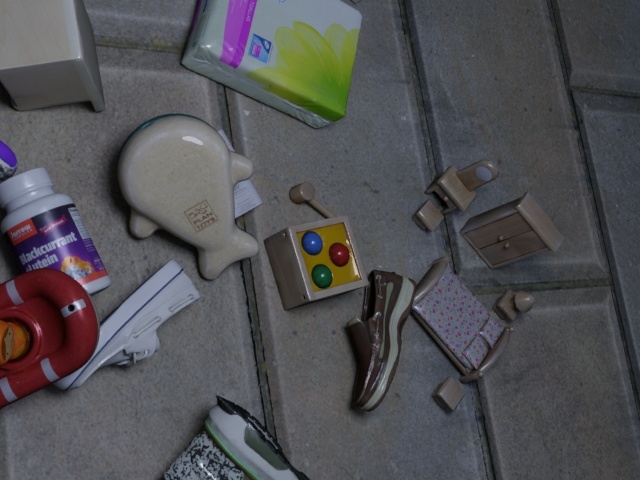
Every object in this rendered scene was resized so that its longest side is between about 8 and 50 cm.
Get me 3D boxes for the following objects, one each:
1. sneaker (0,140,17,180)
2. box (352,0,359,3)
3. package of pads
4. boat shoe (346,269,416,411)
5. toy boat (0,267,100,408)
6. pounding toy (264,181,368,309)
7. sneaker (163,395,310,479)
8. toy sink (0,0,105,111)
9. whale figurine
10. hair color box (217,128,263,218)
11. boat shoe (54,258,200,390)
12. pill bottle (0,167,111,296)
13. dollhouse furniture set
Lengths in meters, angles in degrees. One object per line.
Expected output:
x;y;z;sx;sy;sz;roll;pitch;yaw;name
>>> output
-0.535;-0.204;1.367;0.293;0.102;0.146;34;59;-21;sneaker
0.005;-0.609;1.846;0.311;0.121;0.148;36;58;-19;box
-0.076;-0.358;1.726;0.297;0.101;0.229;23;65;-27;package of pads
0.084;0.165;1.684;0.095;0.095;0.257;25;56;-10;boat shoe
-0.404;0.129;1.270;0.231;0.151;0.151;-26;88;-1;toy boat
0.006;-0.007;1.672;0.181;0.094;0.206;-13;83;-36;pounding toy
-0.082;0.429;1.481;0.182;0.158;0.410;-39;101;-5;sneaker
-0.406;-0.285;1.445;0.131;0.234;0.152;-10;80;-6;toy sink
-0.203;-0.073;1.541;0.216;0.141;0.272;-32;117;-2;whale figurine
-0.162;-0.104;1.622;0.072;0.043;0.141;-31;94;-36;hair color box
-0.277;0.138;1.443;0.088;0.096;0.267;48;47;-7;boat shoe
-0.386;0.000;1.399;0.108;0.108;0.193;-26;90;-37;pill bottle
0.266;0.070;1.774;0.303;0.174;0.355;49;55;-11;dollhouse furniture set
